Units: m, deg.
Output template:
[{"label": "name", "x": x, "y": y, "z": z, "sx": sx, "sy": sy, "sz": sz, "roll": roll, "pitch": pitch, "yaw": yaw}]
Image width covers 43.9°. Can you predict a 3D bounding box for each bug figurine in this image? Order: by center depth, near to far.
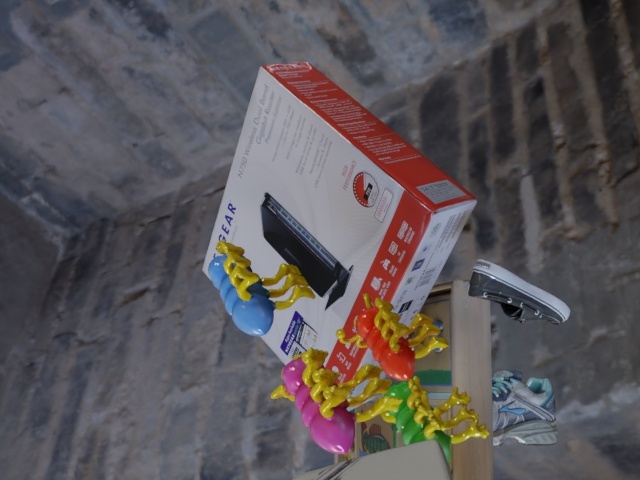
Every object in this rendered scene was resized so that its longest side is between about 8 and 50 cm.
[{"label": "bug figurine", "x": 0.020, "y": 0.100, "z": 0.685, "sx": 0.279, "sy": 0.072, "sz": 0.216, "roll": 24, "pitch": 23, "yaw": -41}]

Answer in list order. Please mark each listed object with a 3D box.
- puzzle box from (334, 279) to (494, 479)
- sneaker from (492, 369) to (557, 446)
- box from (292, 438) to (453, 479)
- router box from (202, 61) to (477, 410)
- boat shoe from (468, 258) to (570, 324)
[{"label": "puzzle box", "x": 0.111, "y": 0.210, "z": 1.099, "sx": 0.052, "sy": 0.409, "sz": 0.272, "roll": 5, "pitch": 78, "yaw": -19}, {"label": "sneaker", "x": 0.286, "y": 0.275, "z": 1.334, "sx": 0.282, "sy": 0.110, "sz": 0.122, "roll": 8, "pitch": 87, "yaw": -36}, {"label": "box", "x": 0.033, "y": 0.188, "z": 0.330, "sx": 0.275, "sy": 0.094, "sz": 0.113, "roll": -58, "pitch": 133, "yaw": -85}, {"label": "router box", "x": 0.000, "y": 0.000, "z": 0.993, "sx": 0.082, "sy": 0.336, "sz": 0.301, "roll": -17, "pitch": 49, "yaw": -41}, {"label": "boat shoe", "x": 0.208, "y": 0.064, "z": 0.839, "sx": 0.142, "sy": 0.049, "sz": 0.040, "roll": 27, "pitch": 82, "yaw": -30}]
